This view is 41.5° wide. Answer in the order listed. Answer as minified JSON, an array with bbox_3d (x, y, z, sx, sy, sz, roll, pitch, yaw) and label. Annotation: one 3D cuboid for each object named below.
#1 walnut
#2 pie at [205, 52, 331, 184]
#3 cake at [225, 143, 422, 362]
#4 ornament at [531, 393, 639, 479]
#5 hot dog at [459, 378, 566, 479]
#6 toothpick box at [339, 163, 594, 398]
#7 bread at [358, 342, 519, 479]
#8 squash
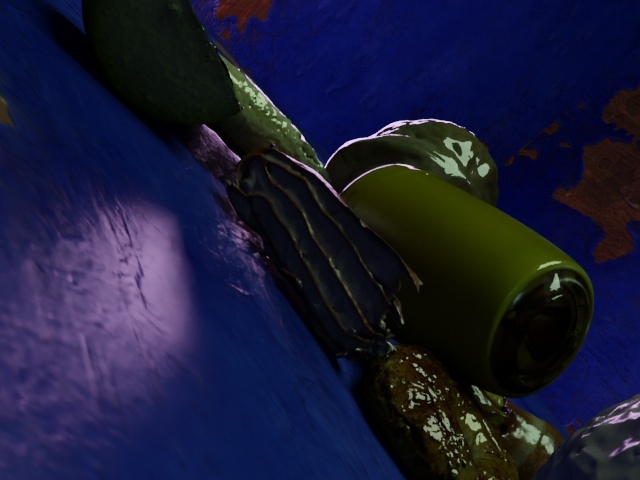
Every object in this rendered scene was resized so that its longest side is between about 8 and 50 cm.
[{"bbox_3d":[0.117,-0.043,1.109,0.248,0.248,0.248,48,7,-8],"label":"walnut"},{"bbox_3d":[-0.112,-0.159,0.986,0.337,0.075,0.337,45,1,-1],"label":"pie"},{"bbox_3d":[-0.005,0.005,0.769,0.135,0.098,0.287,45,3,-37],"label":"cake"},{"bbox_3d":[0.231,0.200,0.485,0.259,0.259,0.225,40,15,-48],"label":"ornament"},{"bbox_3d":[0.198,0.214,0.848,0.261,0.093,0.123,48,4,-1],"label":"hot dog"},{"bbox_3d":[0.135,0.040,0.845,0.175,0.175,0.271,43,-6,-40],"label":"toothpick box"},{"bbox_3d":[0.107,0.163,0.712,0.193,0.064,0.193,48,10,-11],"label":"bread"},{"bbox_3d":[-0.184,-0.179,0.789,0.184,0.085,0.192,16,-39,44],"label":"squash"}]
